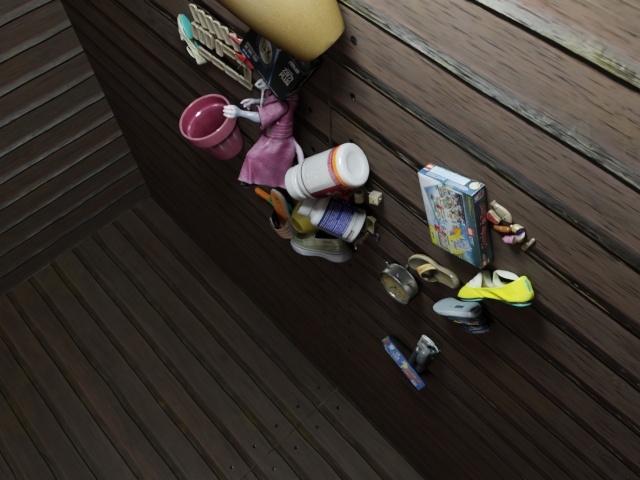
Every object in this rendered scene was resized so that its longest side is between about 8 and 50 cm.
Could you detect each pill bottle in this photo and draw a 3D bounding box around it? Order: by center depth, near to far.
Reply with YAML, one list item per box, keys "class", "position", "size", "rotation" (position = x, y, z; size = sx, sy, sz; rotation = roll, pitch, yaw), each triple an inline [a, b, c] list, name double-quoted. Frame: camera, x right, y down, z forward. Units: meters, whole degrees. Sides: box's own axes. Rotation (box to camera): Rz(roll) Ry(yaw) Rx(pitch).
- class: "pill bottle"
  position: [0.013, -0.179, 1.597]
  size: [0.221, 0.121, 0.121]
  rotation: [-14, 115, 43]
- class: "pill bottle"
  position: [0.031, -0.080, 1.747]
  size: [0.187, 0.112, 0.112]
  rotation: [25, 162, -9]

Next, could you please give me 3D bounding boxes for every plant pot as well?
- class: "plant pot"
  position: [-0.072, -0.504, 1.213]
  size: [0.254, 0.237, 0.237]
  rotation: [46, 164, -25]
- class: "plant pot"
  position: [-0.048, -0.080, 2.040]
  size: [0.134, 0.095, 0.134]
  rotation: [43, 158, 22]
- class: "plant pot"
  position: [-0.370, -0.388, 2.093]
  size: [0.201, 0.201, 0.180]
  rotation: [37, 172, 34]

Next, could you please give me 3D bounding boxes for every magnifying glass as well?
- class: "magnifying glass"
  position: [-0.181, -0.151, 2.309]
  size: [0.231, 0.026, 0.092]
  rotation: [36, 155, 38]

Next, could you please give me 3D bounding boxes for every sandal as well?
- class: "sandal"
  position: [0.307, 0.091, 1.637]
  size: [0.180, 0.049, 0.072]
  rotation: [31, 152, 43]
- class: "sandal"
  position: [-0.161, -0.084, 2.240]
  size: [0.102, 0.076, 0.265]
  rotation: [34, 154, 38]

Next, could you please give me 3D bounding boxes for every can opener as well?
- class: "can opener"
  position: [0.344, 0.408, 2.038]
  size: [0.076, 0.095, 0.283]
  rotation: [45, 159, 18]

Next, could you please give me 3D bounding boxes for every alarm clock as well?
- class: "alarm clock"
  position: [0.247, 0.143, 1.836]
  size: [0.129, 0.064, 0.192]
  rotation: [41, 155, 25]

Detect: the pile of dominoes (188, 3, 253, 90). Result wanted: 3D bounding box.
- class: "pile of dominoes"
  position: [-0.293, -0.598, 1.793]
  size: [0.251, 0.040, 0.196]
  rotation: [38, 156, 13]

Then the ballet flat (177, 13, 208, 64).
- class: "ballet flat"
  position: [-0.426, -0.650, 1.912]
  size: [0.052, 0.057, 0.168]
  rotation: [-17, 116, 30]

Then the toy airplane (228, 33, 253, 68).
- class: "toy airplane"
  position: [-0.205, -0.532, 1.682]
  size: [0.151, 0.028, 0.151]
  rotation: [25, 155, 13]

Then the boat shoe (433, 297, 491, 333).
- class: "boat shoe"
  position: [0.392, 0.215, 1.643]
  size: [0.083, 0.065, 0.183]
  rotation: [58, 158, -15]

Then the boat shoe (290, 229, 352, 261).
- class: "boat shoe"
  position: [0.000, 0.000, 2.099]
  size: [0.302, 0.109, 0.094]
  rotation: [12, 122, 47]

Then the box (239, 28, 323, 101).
- class: "box"
  position: [-0.101, -0.466, 1.472]
  size: [0.180, 0.077, 0.147]
  rotation: [53, 147, -5]

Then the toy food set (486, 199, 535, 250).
- class: "toy food set"
  position: [0.403, -0.026, 1.272]
  size: [0.122, 0.019, 0.078]
  rotation: [46, 159, 15]

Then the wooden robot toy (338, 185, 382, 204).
- class: "wooden robot toy"
  position: [0.095, -0.159, 1.642]
  size: [0.173, 0.076, 0.079]
  rotation: [34, 143, 38]

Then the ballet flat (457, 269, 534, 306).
- class: "ballet flat"
  position: [0.418, 0.109, 1.419]
  size: [0.231, 0.077, 0.077]
  rotation: [-1, 104, 62]

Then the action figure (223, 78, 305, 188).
- class: "action figure"
  position: [-0.121, -0.313, 1.662]
  size: [0.276, 0.248, 0.370]
  rotation: [15, 126, 2]

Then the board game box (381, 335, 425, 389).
- class: "board game box"
  position: [0.312, 0.461, 2.223]
  size: [0.201, 0.035, 0.136]
  rotation: [52, -178, -1]

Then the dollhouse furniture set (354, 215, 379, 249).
- class: "dollhouse furniture set"
  position: [0.119, -0.031, 1.783]
  size: [0.091, 0.081, 0.114]
  rotation: [41, 158, 26]

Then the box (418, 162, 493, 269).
- class: "box"
  position: [0.317, -0.055, 1.369]
  size: [0.159, 0.044, 0.233]
  rotation: [32, 152, 43]
